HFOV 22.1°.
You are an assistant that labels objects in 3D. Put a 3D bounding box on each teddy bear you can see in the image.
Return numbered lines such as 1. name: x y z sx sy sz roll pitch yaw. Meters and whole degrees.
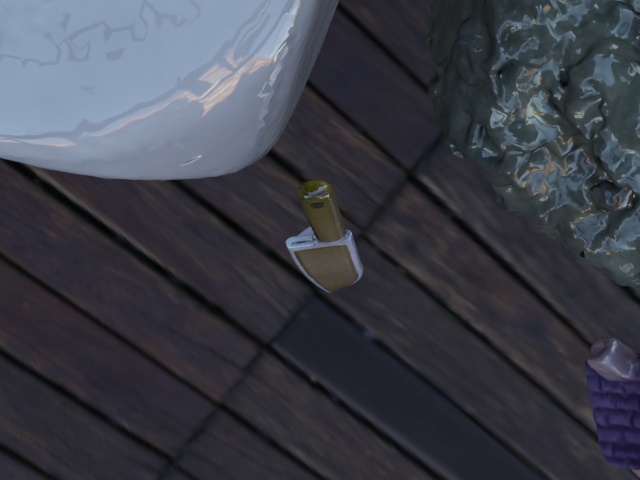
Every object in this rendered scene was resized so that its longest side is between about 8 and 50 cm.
1. teddy bear: 0.212 -0.192 1.165 0.224 0.357 0.367 5 142 -21

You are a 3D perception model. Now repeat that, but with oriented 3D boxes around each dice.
1. dice: -0.101 -0.216 0.807 0.277 0.304 0.304 17 108 0

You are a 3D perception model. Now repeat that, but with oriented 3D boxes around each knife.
1. knife: 0.000 -0.001 1.117 0.046 0.256 0.022 -10 74 3

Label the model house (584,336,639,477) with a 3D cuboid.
1. model house: 0.363 0.122 1.361 0.237 0.237 0.202 40 71 -30
